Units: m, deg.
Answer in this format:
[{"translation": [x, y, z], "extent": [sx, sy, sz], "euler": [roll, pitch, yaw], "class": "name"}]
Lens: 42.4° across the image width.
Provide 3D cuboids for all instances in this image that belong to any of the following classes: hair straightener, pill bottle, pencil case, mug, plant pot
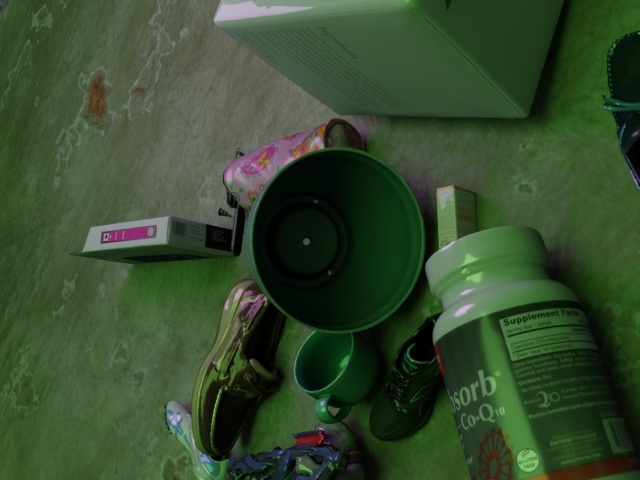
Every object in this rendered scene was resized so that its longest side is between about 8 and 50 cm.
[{"translation": [-0.174, -0.077, 1.674], "extent": [0.089, 0.047, 0.230], "euler": [-9, 74, 14], "class": "hair straightener"}, {"translation": [0.270, 0.179, 1.108], "extent": [0.210, 0.210, 0.362], "euler": [-31, 61, 35], "class": "pill bottle"}, {"translation": [-0.051, -0.136, 1.546], "extent": [0.284, 0.124, 0.124], "euler": [-16, 71, 41], "class": "pencil case"}, {"translation": [0.028, 0.227, 1.384], "extent": [0.129, 0.097, 0.157], "euler": [17, 73, 53], "class": "mug"}, {"translation": [0.000, 0.000, 1.380], "extent": [0.196, 0.293, 0.293], "euler": [180, 99, -70], "class": "plant pot"}]

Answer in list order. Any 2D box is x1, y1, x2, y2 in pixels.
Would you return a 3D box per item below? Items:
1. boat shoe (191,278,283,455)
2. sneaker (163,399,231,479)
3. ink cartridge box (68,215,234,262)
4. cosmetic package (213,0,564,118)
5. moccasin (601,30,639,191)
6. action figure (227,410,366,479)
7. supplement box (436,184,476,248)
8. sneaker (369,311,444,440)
[{"translation": [-0.140, 0.244, 1.546], "extent": [0.123, 0.123, 0.341], "euler": [9, 77, 38], "class": "boat shoe"}, {"translation": [-0.239, 0.397, 1.646], "extent": [0.086, 0.085, 0.237], "euler": [-43, 47, -3], "class": "sneaker"}, {"translation": [-0.366, 0.006, 1.769], "extent": [0.371, 0.176, 0.069], "euler": [-8, 76, 42], "class": "ink cartridge box"}, {"translation": [0.119, -0.400, 1.252], "extent": [0.394, 0.327, 0.329], "euler": [10, 77, 44], "class": "cosmetic package"}, {"translation": [0.454, -0.135, 1.061], "extent": [0.138, 0.117, 0.341], "euler": [-33, 60, 34], "class": "moccasin"}, {"translation": [-0.034, 0.448, 1.371], "extent": [0.341, 0.179, 0.330], "euler": [-13, 51, 57], "class": "action figure"}, {"translation": [0.216, -0.032, 1.304], "extent": [0.036, 0.062, 0.098], "euler": [-12, 73, 41], "class": "supplement box"}, {"translation": [0.142, 0.209, 1.297], "extent": [0.101, 0.106, 0.267], "euler": [47, 115, 37], "class": "sneaker"}]
